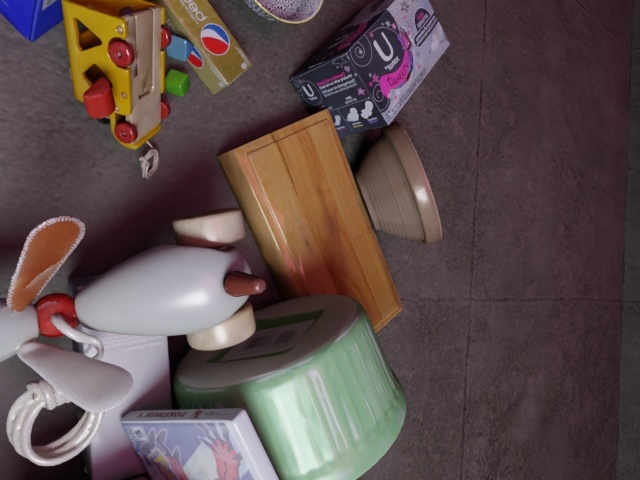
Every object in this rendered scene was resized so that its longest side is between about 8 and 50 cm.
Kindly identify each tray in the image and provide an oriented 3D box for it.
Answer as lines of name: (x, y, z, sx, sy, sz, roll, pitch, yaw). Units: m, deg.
tray: (0.000, 0.000, 0.778, 0.203, 0.076, 0.411, -33, 110, -32)

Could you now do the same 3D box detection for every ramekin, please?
ramekin: (-0.048, 0.192, 0.602, 0.303, 0.303, 0.148, -25, 102, -34)

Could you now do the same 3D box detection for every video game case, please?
video game case: (-0.113, 0.270, 0.467, 0.023, 0.183, 0.201, -38, 109, -56)

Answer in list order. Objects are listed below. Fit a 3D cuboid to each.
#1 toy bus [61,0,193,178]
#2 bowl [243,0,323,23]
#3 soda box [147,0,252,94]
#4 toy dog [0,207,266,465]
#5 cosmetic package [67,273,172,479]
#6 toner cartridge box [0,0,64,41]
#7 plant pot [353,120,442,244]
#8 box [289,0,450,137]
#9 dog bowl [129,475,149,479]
toy bus: (-0.260, -0.207, 0.554, 0.104, 0.191, 0.202, 19, 83, 2)
bowl: (-0.082, -0.428, 0.710, 0.170, 0.080, 0.170, 0, 91, -37)
soda box: (-0.188, -0.315, 0.645, 0.181, 0.058, 0.061, 51, 62, -25)
toy dog: (-0.187, 0.069, 0.428, 0.333, 0.161, 0.220, -37, 109, -28)
cosmetic package: (-0.255, 0.162, 0.555, 0.107, 0.127, 0.238, -8, 96, -35)
toner cartridge box: (-0.398, -0.390, 0.422, 0.348, 0.165, 0.075, 49, 62, -27)
plant pot: (0.133, -0.093, 0.822, 0.109, 0.237, 0.237, -21, 106, 5)
box: (0.093, -0.325, 0.789, 0.142, 0.163, 0.247, 49, 63, -28)
dog bowl: (-0.162, 0.435, 0.441, 0.150, 0.408, 0.408, -29, 107, -32)
